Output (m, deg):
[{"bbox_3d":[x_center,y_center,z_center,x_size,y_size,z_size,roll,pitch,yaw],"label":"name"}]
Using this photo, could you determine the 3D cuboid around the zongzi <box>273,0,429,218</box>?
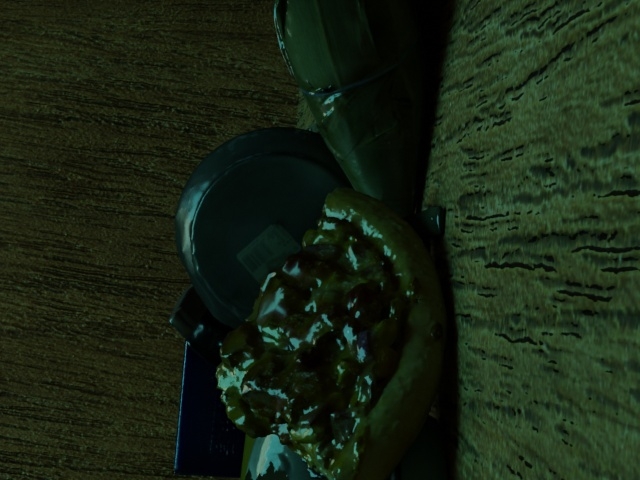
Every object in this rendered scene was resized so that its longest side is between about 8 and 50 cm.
[{"bbox_3d":[0.075,-0.227,1.529,0.356,0.174,0.393,-66,-41,-62],"label":"zongzi"}]

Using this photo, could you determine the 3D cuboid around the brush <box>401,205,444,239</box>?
[{"bbox_3d":[0.091,-0.013,1.372,0.190,0.027,0.034,165,109,-67],"label":"brush"}]

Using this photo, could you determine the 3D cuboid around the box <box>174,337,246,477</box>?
[{"bbox_3d":[-0.124,0.306,2.181,0.116,0.278,0.261,-138,53,-83],"label":"box"}]

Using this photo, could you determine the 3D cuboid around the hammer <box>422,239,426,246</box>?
[{"bbox_3d":[0.086,0.030,1.403,0.110,0.019,0.035,-41,33,32],"label":"hammer"}]

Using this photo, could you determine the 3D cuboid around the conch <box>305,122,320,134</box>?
[{"bbox_3d":[-0.004,-0.104,2.014,0.178,0.163,0.245,-27,-47,-73],"label":"conch"}]

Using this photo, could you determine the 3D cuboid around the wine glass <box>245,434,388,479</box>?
[{"bbox_3d":[0.005,0.235,1.470,0.190,0.190,0.357,-155,73,-84],"label":"wine glass"}]

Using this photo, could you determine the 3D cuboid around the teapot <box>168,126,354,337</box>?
[{"bbox_3d":[-0.073,-0.002,1.759,0.376,0.305,0.362,-41,4,9],"label":"teapot"}]

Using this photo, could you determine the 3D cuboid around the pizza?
[{"bbox_3d":[0.010,0.106,1.262,0.114,0.277,0.409,51,-146,-38],"label":"pizza"}]

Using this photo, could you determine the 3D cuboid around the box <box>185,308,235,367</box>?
[{"bbox_3d":[-0.088,0.196,1.973,0.073,0.290,0.289,-58,7,5],"label":"box"}]

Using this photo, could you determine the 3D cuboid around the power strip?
[{"bbox_3d":[0.086,0.318,1.221,0.167,0.054,0.253,-94,12,-62],"label":"power strip"}]

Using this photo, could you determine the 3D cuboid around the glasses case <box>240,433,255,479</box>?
[{"bbox_3d":[-0.030,0.391,1.725,0.173,0.141,0.371,-23,57,57],"label":"glasses case"}]
